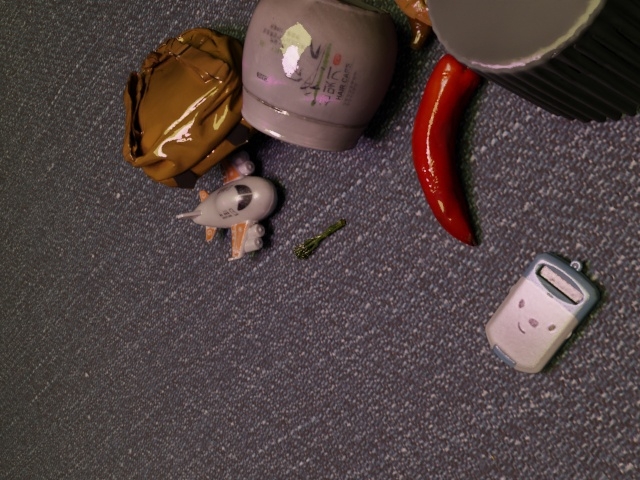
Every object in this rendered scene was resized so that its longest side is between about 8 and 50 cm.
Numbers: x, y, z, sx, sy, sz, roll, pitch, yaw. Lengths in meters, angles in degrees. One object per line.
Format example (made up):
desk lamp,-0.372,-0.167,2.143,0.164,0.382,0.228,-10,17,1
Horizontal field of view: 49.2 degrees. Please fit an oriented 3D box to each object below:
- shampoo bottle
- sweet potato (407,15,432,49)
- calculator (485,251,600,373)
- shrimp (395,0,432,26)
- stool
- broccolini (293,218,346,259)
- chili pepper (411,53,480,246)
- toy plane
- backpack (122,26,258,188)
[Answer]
shampoo bottle,-0.007,-0.314,1.267,0.273,0.273,0.266,33,117,34
sweet potato,0.207,-0.508,1.196,0.112,0.112,0.359,28,111,36
calculator,0.356,0.116,1.129,0.121,0.039,0.210,44,116,28
shrimp,0.195,-0.400,1.155,0.217,0.051,0.115,51,129,1
stool,0.334,-0.325,0.951,0.297,0.330,0.297,1,91,39
broccolini,0.000,0.000,1.430,0.140,0.030,0.035,-32,80,31
chili pepper,0.228,-0.181,1.211,0.137,0.092,0.368,7,100,11
toy plane,-0.197,-0.077,1.529,0.245,0.117,0.244,-1,89,40
backpack,-0.270,-0.297,1.497,0.354,0.201,0.378,-31,47,16
